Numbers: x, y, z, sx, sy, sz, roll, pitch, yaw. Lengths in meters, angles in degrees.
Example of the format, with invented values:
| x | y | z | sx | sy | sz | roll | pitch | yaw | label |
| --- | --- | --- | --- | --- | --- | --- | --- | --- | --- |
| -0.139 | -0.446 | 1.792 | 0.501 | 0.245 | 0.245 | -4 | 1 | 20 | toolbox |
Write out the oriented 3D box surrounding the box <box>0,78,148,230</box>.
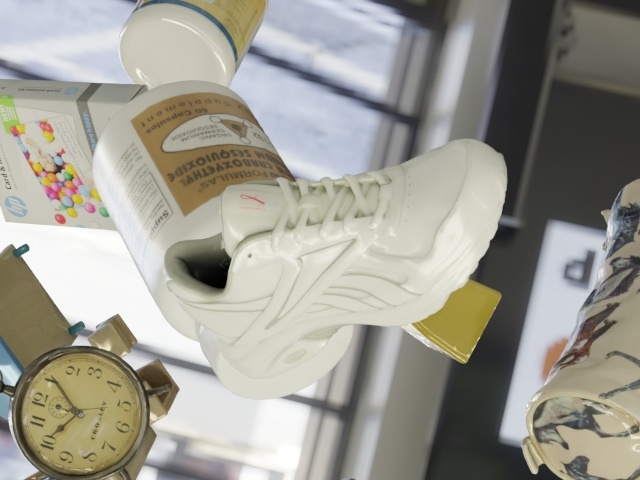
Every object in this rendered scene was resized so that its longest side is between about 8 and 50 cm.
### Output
| x | y | z | sx | sy | sz | roll | pitch | yaw | label |
| --- | --- | --- | --- | --- | --- | --- | --- | --- | --- |
| -0.230 | -0.079 | 1.831 | 0.186 | 0.038 | 0.145 | 6 | 128 | 27 | box |

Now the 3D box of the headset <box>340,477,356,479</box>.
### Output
| x | y | z | sx | sy | sz | roll | pitch | yaw | label |
| --- | --- | --- | --- | --- | --- | --- | --- | --- | --- |
| 0.022 | 0.328 | 1.641 | 0.394 | 0.185 | 0.243 | 3 | 137 | 43 | headset |

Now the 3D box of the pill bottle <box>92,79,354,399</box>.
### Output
| x | y | z | sx | sy | sz | roll | pitch | yaw | label |
| --- | --- | --- | --- | --- | --- | --- | --- | --- | --- |
| -0.068 | 0.000 | 1.404 | 0.131 | 0.131 | 0.229 | 24 | -155 | -42 | pill bottle |

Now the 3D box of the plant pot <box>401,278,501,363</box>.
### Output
| x | y | z | sx | sy | sz | roll | pitch | yaw | label |
| --- | --- | --- | --- | --- | --- | --- | --- | --- | --- |
| 0.116 | 0.064 | 1.988 | 0.083 | 0.081 | 0.081 | 29 | 177 | -27 | plant pot |

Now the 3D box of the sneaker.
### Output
| x | y | z | sx | sy | sz | roll | pitch | yaw | label |
| --- | --- | --- | --- | --- | --- | --- | --- | --- | --- |
| 0.000 | 0.000 | 1.136 | 0.232 | 0.090 | 0.115 | -31 | 129 | 30 | sneaker |

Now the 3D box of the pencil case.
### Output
| x | y | z | sx | sy | sz | roll | pitch | yaw | label |
| --- | --- | --- | --- | --- | --- | --- | --- | --- | --- |
| 0.368 | 0.105 | 2.325 | 0.183 | 0.410 | 0.160 | -19 | 121 | 43 | pencil case |

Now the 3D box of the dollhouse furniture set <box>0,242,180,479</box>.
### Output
| x | y | z | sx | sy | sz | roll | pitch | yaw | label |
| --- | --- | --- | --- | --- | --- | --- | --- | --- | --- |
| -0.344 | 0.149 | 2.146 | 0.198 | 0.303 | 0.286 | -29 | -166 | 19 | dollhouse furniture set |

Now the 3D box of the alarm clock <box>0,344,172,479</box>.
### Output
| x | y | z | sx | sy | sz | roll | pitch | yaw | label |
| --- | --- | --- | --- | --- | --- | --- | --- | --- | --- |
| -0.247 | 0.157 | 1.860 | 0.192 | 0.129 | 0.064 | 21 | 174 | -16 | alarm clock |

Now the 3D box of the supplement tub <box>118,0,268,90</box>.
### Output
| x | y | z | sx | sy | sz | roll | pitch | yaw | label |
| --- | --- | --- | --- | --- | --- | --- | --- | --- | --- |
| -0.147 | -0.270 | 2.373 | 0.144 | 0.199 | 0.144 | 11 | 133 | 12 | supplement tub |
